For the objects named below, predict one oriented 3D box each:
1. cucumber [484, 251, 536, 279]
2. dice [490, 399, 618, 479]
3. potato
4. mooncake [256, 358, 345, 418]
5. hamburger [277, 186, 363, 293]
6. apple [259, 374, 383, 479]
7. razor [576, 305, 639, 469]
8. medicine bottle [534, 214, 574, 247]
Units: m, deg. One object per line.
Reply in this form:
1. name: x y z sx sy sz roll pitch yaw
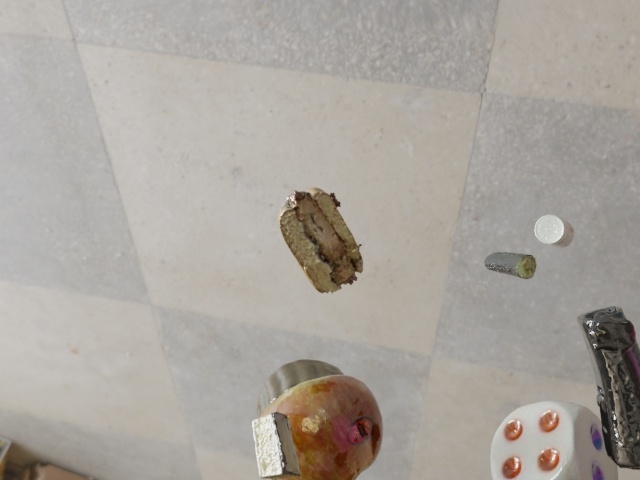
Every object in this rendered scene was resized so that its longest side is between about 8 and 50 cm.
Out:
1. cucumber: 0.429 0.055 1.604 0.058 0.214 0.052 -30 96 -7
2. dice: 0.601 0.584 1.816 0.259 0.251 0.243 -27 125 39
3. potato: -0.085 0.391 1.332 0.061 0.122 0.086 -21 151 12
4. mooncake: -0.030 0.476 1.871 0.290 0.161 0.291 -2 108 -6
5. hamburger: 0.000 0.000 1.688 0.155 0.245 0.282 -32 97 -4
6. apple: 0.007 0.456 1.607 0.309 0.250 0.277 -14 150 -25
7. razor: 0.630 0.306 1.476 0.107 0.327 0.189 -12 177 10
8. medicine bottle: 0.445 -0.017 1.333 0.057 0.057 0.089 -15 167 30
